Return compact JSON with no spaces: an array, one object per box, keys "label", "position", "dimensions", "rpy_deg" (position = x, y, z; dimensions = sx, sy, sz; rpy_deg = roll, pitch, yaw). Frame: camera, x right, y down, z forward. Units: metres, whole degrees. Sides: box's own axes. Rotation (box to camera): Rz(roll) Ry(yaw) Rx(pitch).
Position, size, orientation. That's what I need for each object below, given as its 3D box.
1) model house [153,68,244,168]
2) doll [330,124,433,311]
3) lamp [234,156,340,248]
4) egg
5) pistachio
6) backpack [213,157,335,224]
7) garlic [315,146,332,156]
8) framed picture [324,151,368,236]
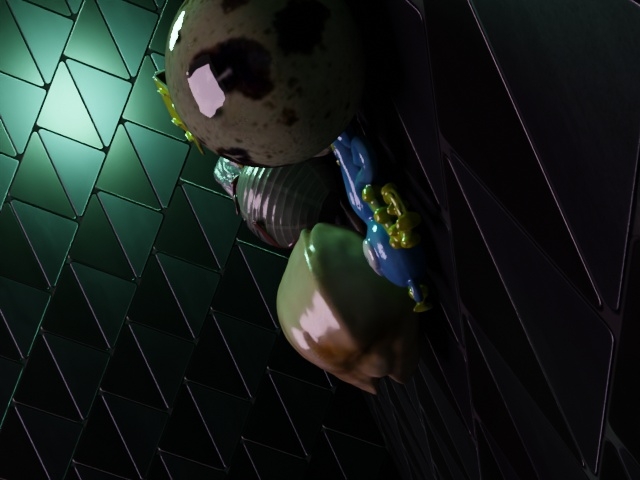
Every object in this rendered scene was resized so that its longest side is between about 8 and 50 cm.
[{"label":"model house","position":[-0.210,-0.347,1.862],"dimensions":[0.323,0.340,0.300],"rpy_deg":[12,147,21]},{"label":"doll","position":[0.088,-0.045,1.277],"dimensions":[0.341,0.099,0.346],"rpy_deg":[60,178,17]},{"label":"lamp","position":[-0.075,-0.099,1.688],"dimensions":[0.233,0.233,0.265],"rpy_deg":[62,-166,23]},{"label":"egg","position":[-0.078,-0.250,1.099],"dimensions":[0.379,0.287,0.287],"rpy_deg":[-109,-4,-74]},{"label":"pistachio","position":[0.064,0.132,1.532],"dimensions":[0.365,0.281,0.445],"rpy_deg":[63,-171,-1]},{"label":"backpack","position":[-0.099,-0.117,1.976],"dimensions":[0.317,0.283,0.197],"rpy_deg":[50,124,40]},{"label":"garlic","position":[-0.047,-0.248,1.393],"dimensions":[0.228,0.152,0.228],"rpy_deg":[56,168,19]},{"label":"framed picture","position":[0.053,-0.129,1.674],"dimensions":[0.273,0.016,0.216],"rpy_deg":[72,171,-45]}]
